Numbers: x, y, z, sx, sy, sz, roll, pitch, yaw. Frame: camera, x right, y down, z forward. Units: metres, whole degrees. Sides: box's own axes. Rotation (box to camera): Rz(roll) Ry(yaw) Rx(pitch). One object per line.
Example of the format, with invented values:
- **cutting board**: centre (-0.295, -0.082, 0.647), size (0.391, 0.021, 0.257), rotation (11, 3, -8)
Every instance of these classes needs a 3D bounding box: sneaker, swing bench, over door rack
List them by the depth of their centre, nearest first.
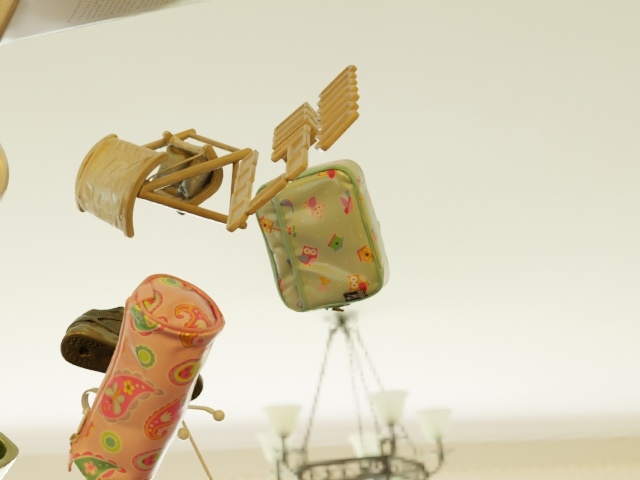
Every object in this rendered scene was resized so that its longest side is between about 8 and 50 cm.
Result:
- **sneaker**: centre (-0.283, 0.169, 1.655), size (0.228, 0.130, 0.087), rotation (22, -66, -10)
- **over door rack**: centre (-0.245, 0.366, 1.743), size (0.108, 0.324, 0.239), rotation (-17, -1, 29)
- **swing bench**: centre (-0.300, -0.113, 1.998), size (0.255, 0.165, 0.253), rotation (-4, 15, -33)

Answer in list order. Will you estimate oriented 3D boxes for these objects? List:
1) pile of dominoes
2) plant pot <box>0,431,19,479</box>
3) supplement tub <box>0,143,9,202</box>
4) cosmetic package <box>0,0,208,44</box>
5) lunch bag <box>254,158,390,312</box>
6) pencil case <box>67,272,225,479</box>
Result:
- **pile of dominoes**: centre (-0.019, -0.106, 1.255), size (0.196, 0.251, 0.040), rotation (-39, -72, 15)
- **plant pot**: centre (-0.591, 0.330, 1.367), size (0.252, 0.248, 0.247), rotation (-58, -11, 30)
- **supplement tub**: centre (-0.623, -0.096, 1.767), size (0.191, 0.191, 0.272), rotation (4, -7, -20)
- **cosmetic package**: centre (-0.247, -0.411, 1.341), size (0.230, 0.161, 0.453), rotation (-48, -10, 36)
- **lunch bag**: centre (0.000, 0.000, 2.017), size (0.224, 0.279, 0.108), rotation (-13, 8, 14)
- **pencil case**: centre (-0.217, 0.182, 1.297), size (0.124, 0.124, 0.284), rotation (10, -59, -31)
